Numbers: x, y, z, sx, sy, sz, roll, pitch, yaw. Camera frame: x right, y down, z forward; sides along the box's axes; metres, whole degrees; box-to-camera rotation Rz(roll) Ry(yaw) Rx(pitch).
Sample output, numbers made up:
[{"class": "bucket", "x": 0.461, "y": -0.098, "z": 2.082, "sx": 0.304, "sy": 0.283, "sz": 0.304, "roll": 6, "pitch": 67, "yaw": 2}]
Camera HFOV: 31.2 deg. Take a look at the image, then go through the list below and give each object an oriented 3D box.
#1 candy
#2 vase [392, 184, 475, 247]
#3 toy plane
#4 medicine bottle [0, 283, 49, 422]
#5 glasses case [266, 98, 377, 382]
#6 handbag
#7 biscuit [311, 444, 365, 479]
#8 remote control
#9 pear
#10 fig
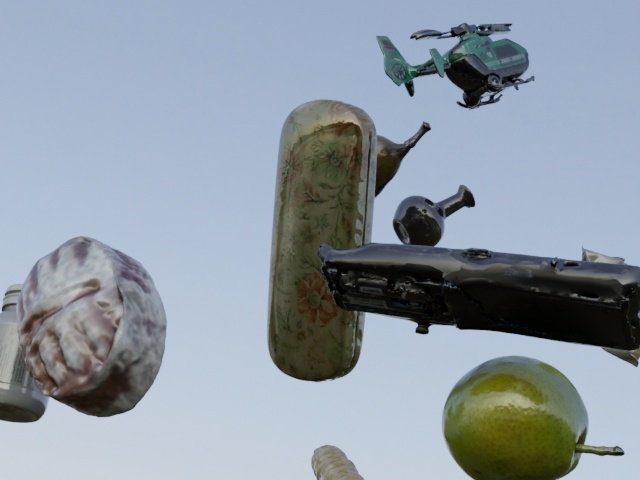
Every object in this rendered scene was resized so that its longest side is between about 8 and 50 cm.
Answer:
[{"class": "candy", "x": -0.342, "y": 0.121, "z": 1.685, "sx": 0.214, "sy": 0.289, "sz": 0.157, "roll": -44, "pitch": -44, "yaw": 12}, {"class": "vase", "x": 0.245, "y": -0.057, "z": 2.431, "sx": 0.183, "sy": 0.120, "sz": 0.120, "roll": -28, "pitch": -18, "yaw": -19}, {"class": "toy plane", "x": 0.261, "y": -0.325, "z": 2.099, "sx": 0.382, "sy": 0.155, "sz": 0.106, "roll": -17, "pitch": -9, "yaw": -36}, {"class": "medicine bottle", "x": -0.510, "y": 0.188, "z": 1.936, "sx": 0.135, "sy": 0.215, "sz": 0.135, "roll": 6, "pitch": -26, "yaw": 3}, {"class": "glasses case", "x": 0.000, "y": 0.000, "z": 1.729, "sx": 0.157, "sy": 0.425, "sz": 0.098, "roll": 4, "pitch": 0, "yaw": 34}, {"class": "handbag", "x": 0.440, "y": 0.092, "z": 1.701, "sx": 0.117, "sy": 0.182, "sz": 0.270, "roll": -25, "pitch": -9, "yaw": 19}, {"class": "biscuit", "x": 0.038, "y": 0.327, "z": 1.475, "sx": 0.061, "sy": 0.055, "sz": 0.219, "roll": 49, "pitch": -2, "yaw": -21}, {"class": "remote control", "x": 0.181, "y": 0.063, "z": 1.330, "sx": 0.399, "sy": 0.062, "sz": 0.144, "roll": 5, "pitch": -37, "yaw": 30}, {"class": "pear", "x": 0.259, "y": 0.233, "z": 1.401, "sx": 0.216, "sy": 0.166, "sz": 0.180, "roll": 22, "pitch": 2, "yaw": 26}, {"class": "fig", "x": 0.098, "y": -0.163, "z": 2.286, "sx": 0.274, "sy": 0.170, "sz": 0.145, "roll": -24, "pitch": -21, "yaw": 11}]
